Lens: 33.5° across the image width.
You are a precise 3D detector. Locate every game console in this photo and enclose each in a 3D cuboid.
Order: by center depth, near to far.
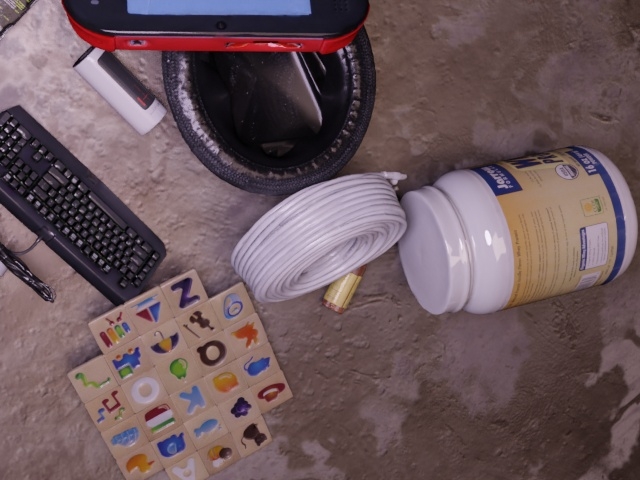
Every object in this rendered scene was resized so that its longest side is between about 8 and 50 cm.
[{"bbox_3d":[-0.138,-0.398,1.385,0.386,0.060,0.342,-1,69,-10],"label":"game console"}]

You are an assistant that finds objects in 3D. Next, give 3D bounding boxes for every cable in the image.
[{"bbox_3d":[0.000,0.000,1.539,0.257,0.257,0.089,-39,71,28],"label":"cable"}]

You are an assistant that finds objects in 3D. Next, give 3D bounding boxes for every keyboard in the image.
[{"bbox_3d":[-0.372,-0.020,1.474,0.317,0.033,0.201,45,62,-22],"label":"keyboard"}]

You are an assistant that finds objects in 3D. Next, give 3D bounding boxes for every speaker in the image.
[{"bbox_3d":[-0.280,-0.212,1.491,0.055,0.055,0.136,-46,111,-6],"label":"speaker"}]

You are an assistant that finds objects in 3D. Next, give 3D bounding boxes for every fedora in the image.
[{"bbox_3d":[-0.083,-0.230,1.500,0.334,0.152,0.334,-1,92,-18],"label":"fedora"}]

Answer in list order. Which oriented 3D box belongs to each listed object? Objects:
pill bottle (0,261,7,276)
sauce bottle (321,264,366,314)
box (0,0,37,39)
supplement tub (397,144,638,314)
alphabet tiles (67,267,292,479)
[{"bbox_3d":[-0.500,0.083,1.448,0.087,0.087,0.160,39,74,-22],"label":"pill bottle"},{"bbox_3d":[0.046,0.052,1.669,0.042,0.042,0.128,29,89,-22],"label":"sauce bottle"},{"bbox_3d":[-0.465,-0.361,1.400,0.190,0.045,0.184,43,87,-23],"label":"box"},{"bbox_3d":[0.298,-0.013,1.645,0.316,0.228,0.228,-12,105,-17],"label":"supplement tub"},{"bbox_3d":[-0.202,0.217,1.596,0.285,0.011,0.342,-28,120,-13],"label":"alphabet tiles"}]
